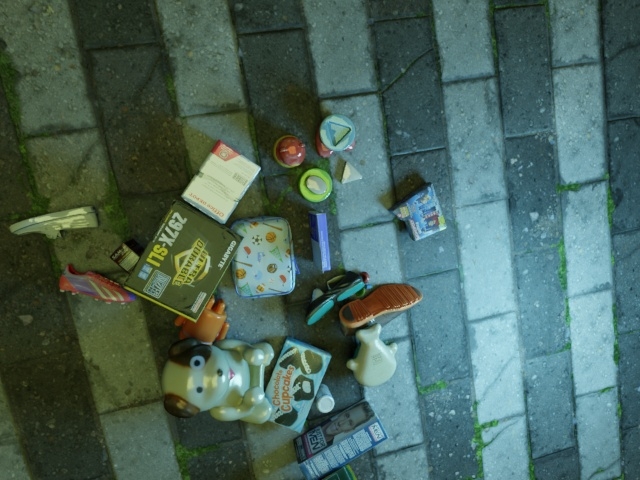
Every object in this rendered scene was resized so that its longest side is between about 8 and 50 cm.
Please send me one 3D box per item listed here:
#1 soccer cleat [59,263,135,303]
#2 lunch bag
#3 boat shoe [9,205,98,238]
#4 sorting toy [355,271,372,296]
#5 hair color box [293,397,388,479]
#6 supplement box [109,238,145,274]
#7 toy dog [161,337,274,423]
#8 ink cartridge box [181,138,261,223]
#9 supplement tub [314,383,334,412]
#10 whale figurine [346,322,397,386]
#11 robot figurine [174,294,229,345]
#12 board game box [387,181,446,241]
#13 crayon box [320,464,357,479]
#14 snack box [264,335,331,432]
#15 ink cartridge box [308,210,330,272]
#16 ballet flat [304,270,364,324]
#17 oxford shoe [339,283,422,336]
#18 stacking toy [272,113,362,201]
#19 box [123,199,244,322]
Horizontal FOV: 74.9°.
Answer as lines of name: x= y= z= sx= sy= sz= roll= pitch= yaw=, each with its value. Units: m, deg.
soccer cleat: x=-0.762 y=0.154 z=1.436 sx=0.248 sy=0.083 sz=0.095 roll=15 pitch=90 yaw=-11
lunch bag: x=-0.206 y=0.063 z=1.524 sx=0.243 sy=0.115 sz=0.303 roll=-6 pitch=98 yaw=-13
boat shoe: x=-0.874 y=-0.046 z=1.376 sx=0.258 sy=0.095 sz=0.084 roll=-15 pitch=96 yaw=-9
sorting toy: x=0.176 y=0.174 z=1.654 sx=0.042 sy=0.061 sz=0.102 roll=5 pitch=106 yaw=-47
hair color box: x=0.074 y=0.782 z=1.645 sx=0.347 sy=0.174 sz=0.105 roll=-27 pitch=100 yaw=-8
supplement box: x=-0.593 y=0.105 z=1.437 sx=0.073 sy=0.130 sz=0.239 roll=-45 pitch=103 yaw=-4
toy dog: x=-0.358 y=0.444 z=1.382 sx=0.395 sy=0.408 sz=0.284 roll=5 pitch=70 yaw=11
ink cartridge box: x=-0.346 y=-0.203 z=1.463 sx=0.172 sy=0.100 sz=0.237 roll=34 pitch=89 yaw=-14
supplement tub: x=0.010 y=0.620 z=1.644 sx=0.071 sy=0.107 sz=0.071 roll=-1 pitch=97 yaw=-12
whale figurine: x=0.191 y=0.432 z=1.625 sx=0.216 sy=0.141 sz=0.272 roll=-19 pitch=115 yaw=-12
robot figurine: x=-0.424 y=0.303 z=1.501 sx=0.158 sy=0.128 sz=0.219 roll=27 pitch=92 yaw=-58
board game box: x=0.375 y=-0.106 z=1.650 sx=0.194 sy=0.060 sz=0.194 roll=-21 pitch=101 yaw=-7
crayon box: x=0.038 y=0.976 z=1.642 sx=0.203 sy=0.323 sz=0.083 roll=-29 pitch=62 yaw=-7
snack box: x=-0.105 y=0.556 z=1.618 sx=0.187 sy=0.060 sz=0.322 roll=21 pitch=93 yaw=-1
ink cartridge box: x=0.000 y=0.000 z=1.508 sx=0.045 sy=0.208 sz=0.206 roll=-7 pitch=99 yaw=-8
ballet flat: x=0.037 y=0.212 z=1.607 sx=0.280 sy=0.095 sz=0.096 roll=-33 pitch=58 yaw=-16
oxford shoe: x=0.238 y=0.278 z=1.661 sx=0.364 sy=0.130 sz=0.132 roll=-15 pitch=133 yaw=-16
stacking toy: x=0.011 y=-0.295 z=1.512 sx=0.309 sy=0.130 sz=0.279 roll=-27 pitch=102 yaw=-7
box: x=-0.441 y=0.065 z=1.368 sx=0.257 sy=0.079 sz=0.322 roll=31 pitch=86 yaw=-14
